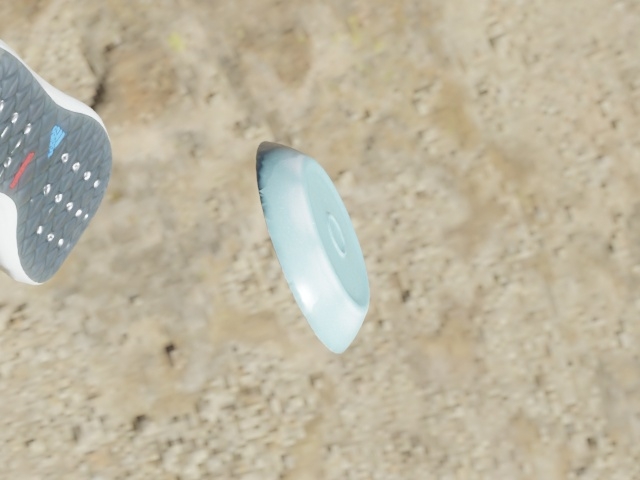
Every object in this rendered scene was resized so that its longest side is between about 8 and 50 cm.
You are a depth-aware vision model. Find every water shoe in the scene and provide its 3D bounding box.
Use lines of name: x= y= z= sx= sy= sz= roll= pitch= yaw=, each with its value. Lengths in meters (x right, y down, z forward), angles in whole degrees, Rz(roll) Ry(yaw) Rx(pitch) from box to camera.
water shoe: x=-0.141 y=-0.046 z=0.753 sx=0.080 sy=0.203 sz=0.073 roll=29 pitch=77 yaw=15

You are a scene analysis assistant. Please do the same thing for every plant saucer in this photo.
plant saucer: x=0.000 y=0.000 z=1.006 sx=0.119 sy=0.021 sz=0.119 roll=-20 pitch=90 yaw=-77
